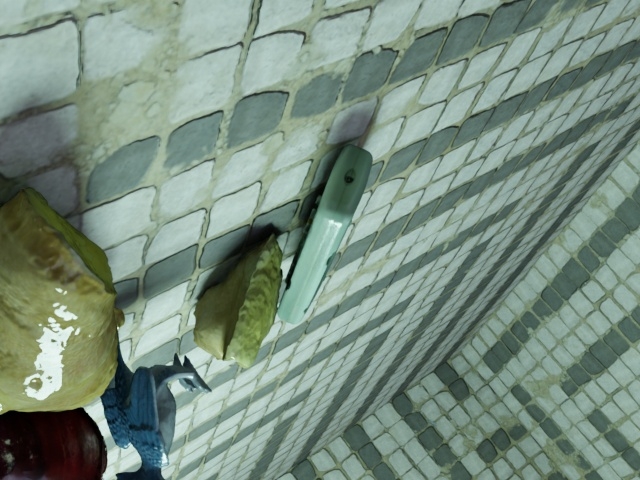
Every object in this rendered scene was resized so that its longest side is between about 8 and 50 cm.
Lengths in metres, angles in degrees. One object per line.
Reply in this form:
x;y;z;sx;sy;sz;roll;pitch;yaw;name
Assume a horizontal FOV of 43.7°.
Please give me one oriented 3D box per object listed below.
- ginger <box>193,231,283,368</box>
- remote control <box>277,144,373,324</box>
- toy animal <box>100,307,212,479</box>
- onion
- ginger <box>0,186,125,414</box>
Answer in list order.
-0.118;0.077;1.126;0.115;0.122;0.193;38;68;-52;ginger
0.000;0.000;1.127;0.296;0.056;0.140;114;-1;-53;remote control
-0.222;0.214;0.986;0.176;0.255;0.239;-39;-168;-29;toy animal
-0.367;0.292;0.925;0.252;0.219;0.252;-25;156;-12;onion
-0.266;0.077;0.780;0.190;0.126;0.354;-30;155;-35;ginger
